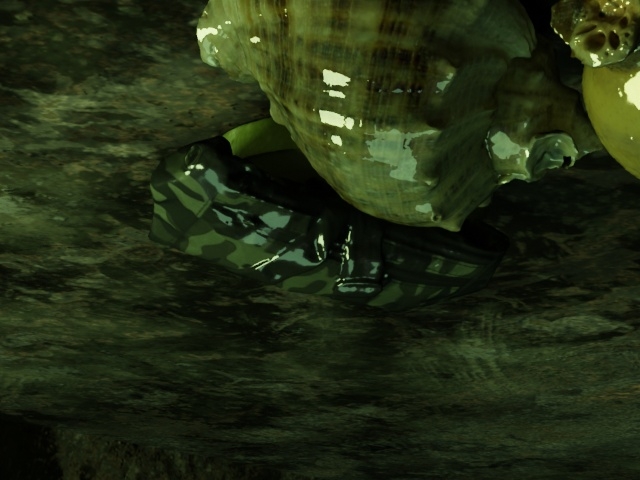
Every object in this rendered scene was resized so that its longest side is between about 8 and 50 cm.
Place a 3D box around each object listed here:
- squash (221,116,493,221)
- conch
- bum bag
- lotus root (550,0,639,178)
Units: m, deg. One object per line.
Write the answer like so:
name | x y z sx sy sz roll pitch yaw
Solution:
squash | 0.029 -0.054 1.588 0.252 0.049 0.252 5 161 2
conch | 0.052 -0.093 1.244 0.291 0.159 0.210 6 165 3
bum bag | 0.000 0.000 1.539 0.340 0.095 0.144 16 143 -31
lotus root | 0.275 -0.091 1.225 0.146 0.131 0.303 -35 144 30
